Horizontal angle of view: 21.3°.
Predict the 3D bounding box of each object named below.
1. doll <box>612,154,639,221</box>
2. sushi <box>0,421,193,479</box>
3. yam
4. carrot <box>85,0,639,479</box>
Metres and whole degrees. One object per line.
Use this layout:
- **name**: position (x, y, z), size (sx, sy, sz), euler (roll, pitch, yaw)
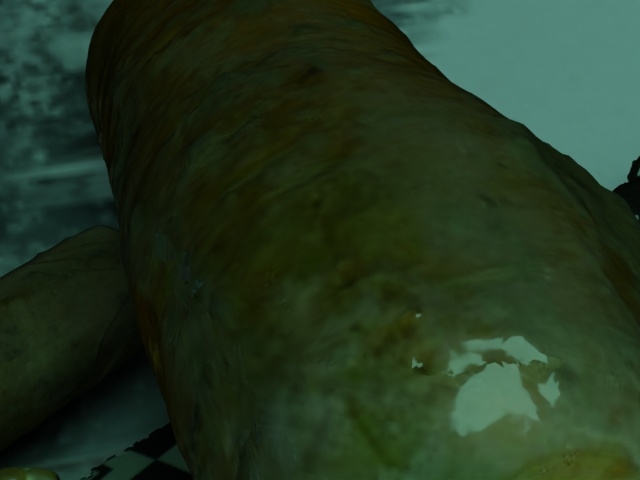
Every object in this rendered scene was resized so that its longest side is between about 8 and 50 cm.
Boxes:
- **doll**: position (0.140, 0.022, 0.627), size (0.165, 0.057, 0.139), euler (-8, 56, -22)
- **sushi**: position (-0.094, 0.121, 0.463), size (0.279, 0.043, 0.192), euler (-28, 32, -23)
- **yam**: position (-0.141, 0.064, 0.527), size (0.057, 0.057, 0.241), euler (41, 49, 16)
- **carrot**: position (0.000, 0.000, 0.503), size (0.138, 0.139, 0.302), euler (-12, 30, -18)
